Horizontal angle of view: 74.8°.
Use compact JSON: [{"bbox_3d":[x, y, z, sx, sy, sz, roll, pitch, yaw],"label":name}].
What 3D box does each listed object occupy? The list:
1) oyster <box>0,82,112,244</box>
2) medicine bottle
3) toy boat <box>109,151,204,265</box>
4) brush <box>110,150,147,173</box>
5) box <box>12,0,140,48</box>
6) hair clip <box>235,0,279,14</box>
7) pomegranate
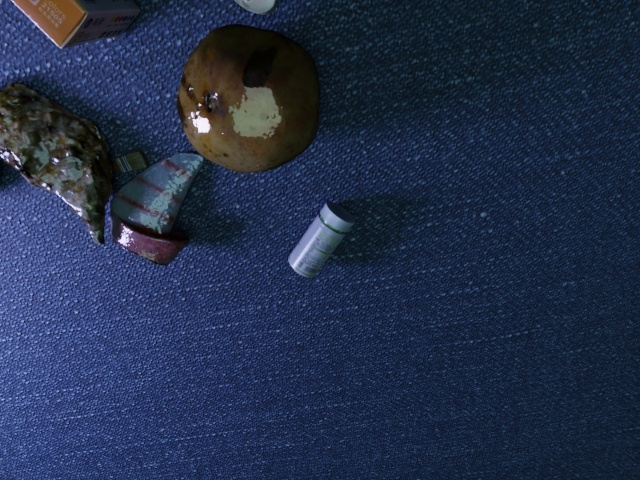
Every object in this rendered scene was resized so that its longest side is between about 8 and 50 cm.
[{"bbox_3d":[-0.580,-0.186,0.917,0.204,0.111,0.396,-42,105,13],"label":"oyster"},{"bbox_3d":[0.000,0.000,1.043,0.086,0.086,0.183,30,114,-16],"label":"medicine bottle"},{"bbox_3d":[-0.379,-0.098,0.993,0.206,0.096,0.282,30,105,-4],"label":"toy boat"},{"bbox_3d":[-0.490,-0.172,0.981,0.169,0.014,0.043,-13,117,7],"label":"brush"},{"bbox_3d":[-0.470,-0.474,0.705,0.091,0.221,0.274,-34,112,20],"label":"box"},{"bbox_3d":[-0.165,-0.516,0.774,0.159,0.071,0.218,-32,109,18],"label":"hair clip"},{"bbox_3d":[-0.131,-0.261,0.808,0.281,0.281,0.281,-1,118,-1],"label":"pomegranate"}]
